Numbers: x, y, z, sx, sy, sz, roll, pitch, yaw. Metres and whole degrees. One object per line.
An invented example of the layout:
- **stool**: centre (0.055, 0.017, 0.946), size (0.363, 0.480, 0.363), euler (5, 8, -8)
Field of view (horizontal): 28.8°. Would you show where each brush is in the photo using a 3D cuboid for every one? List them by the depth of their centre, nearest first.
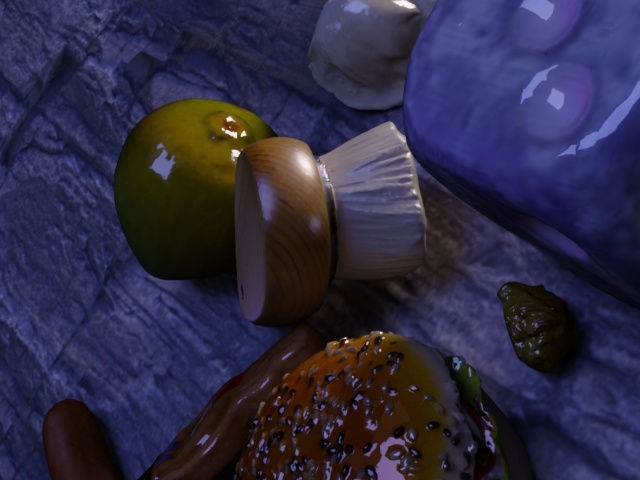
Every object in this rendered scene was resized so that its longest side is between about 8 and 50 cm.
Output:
- **brush**: centre (0.000, 0.000, 1.291), size (0.267, 0.166, 0.174), euler (108, 152, -58)

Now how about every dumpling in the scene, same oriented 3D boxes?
- **dumpling**: centre (0.071, -0.223, 1.416), size (0.155, 0.111, 0.181), euler (51, 149, 17)

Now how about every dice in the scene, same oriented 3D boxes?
- **dice**: centre (0.251, -0.108, 1.003), size (0.270, 0.270, 0.271), euler (-57, 38, 1)

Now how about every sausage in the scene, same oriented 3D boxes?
- **sausage**: centre (-0.283, 0.261, 1.466), size (0.076, 0.076, 0.197), euler (-47, 38, 12)

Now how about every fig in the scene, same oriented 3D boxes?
- **fig**: centre (-0.137, -0.057, 1.449), size (0.230, 0.207, 0.207), euler (112, 168, -62)

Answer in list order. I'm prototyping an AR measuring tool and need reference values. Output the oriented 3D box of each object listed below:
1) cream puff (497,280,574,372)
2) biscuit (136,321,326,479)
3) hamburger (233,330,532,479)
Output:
- **cream puff**: centre (0.194, 0.072, 1.103), size (0.058, 0.083, 0.083), euler (-19, 5, 7)
- **biscuit**: centre (-0.120, 0.207, 1.276), size (0.334, 0.047, 0.202), euler (-45, 5, 15)
- **hamburger**: centre (0.042, 0.219, 1.074), size (0.300, 0.176, 0.300), euler (-27, 47, 34)
